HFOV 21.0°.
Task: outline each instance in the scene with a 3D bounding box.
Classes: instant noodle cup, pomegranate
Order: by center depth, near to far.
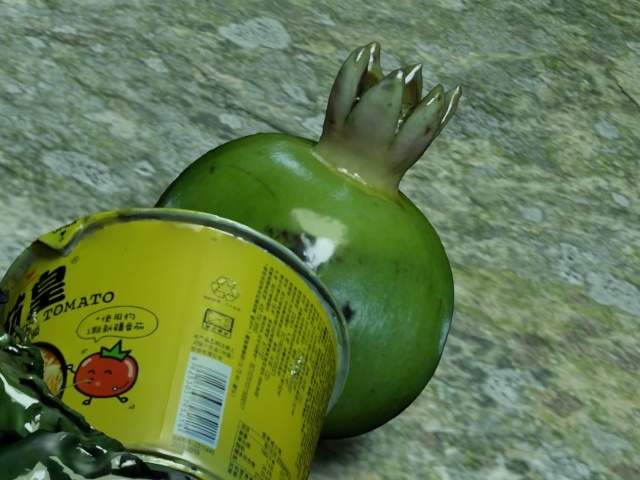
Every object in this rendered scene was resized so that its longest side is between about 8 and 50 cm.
[{"bbox_3d":[-0.081,0.097,0.817,0.182,0.182,0.144,20,39,-10],"label":"instant noodle cup"},{"bbox_3d":[-0.002,-0.001,0.962,0.187,0.225,0.187,28,14,-8],"label":"pomegranate"}]

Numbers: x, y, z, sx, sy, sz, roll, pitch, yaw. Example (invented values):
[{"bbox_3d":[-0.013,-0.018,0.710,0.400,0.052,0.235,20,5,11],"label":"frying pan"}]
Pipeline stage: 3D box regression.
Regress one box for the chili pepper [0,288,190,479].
[{"bbox_3d":[-0.172,0.059,0.683,0.148,0.116,0.264,-21,51,-23],"label":"chili pepper"}]
